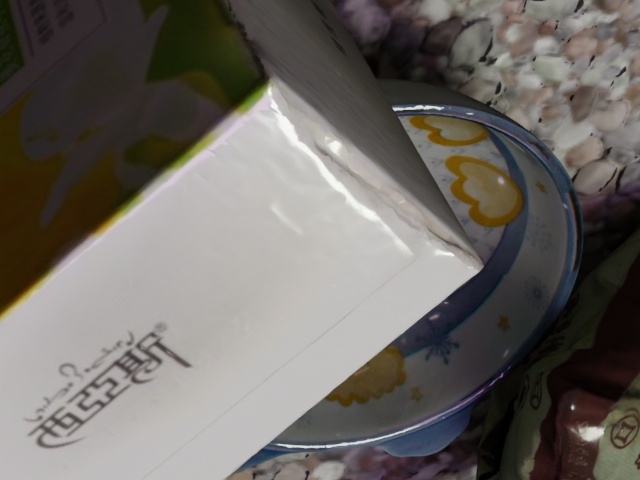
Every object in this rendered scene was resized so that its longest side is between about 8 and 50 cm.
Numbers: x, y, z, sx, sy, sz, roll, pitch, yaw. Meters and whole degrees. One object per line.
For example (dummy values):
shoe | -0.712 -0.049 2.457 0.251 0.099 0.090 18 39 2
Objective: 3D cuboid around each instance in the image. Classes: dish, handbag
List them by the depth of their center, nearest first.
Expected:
dish | 0.000 0.000 0.687 0.228 0.086 0.236 -6 130 -16
handbag | 0.151 0.108 0.781 0.127 0.213 0.235 17 128 18

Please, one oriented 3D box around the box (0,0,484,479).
box | -0.086 -0.032 0.509 0.194 0.260 0.111 -41 131 13
